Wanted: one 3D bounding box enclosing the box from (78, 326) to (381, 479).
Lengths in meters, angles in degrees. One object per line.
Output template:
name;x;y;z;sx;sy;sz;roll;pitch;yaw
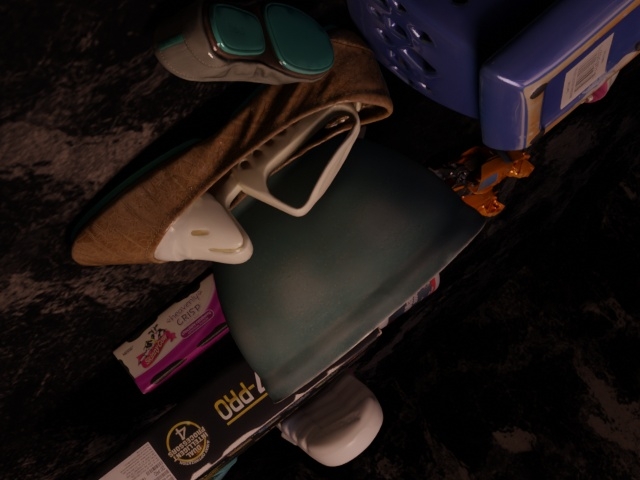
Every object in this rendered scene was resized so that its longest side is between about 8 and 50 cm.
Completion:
box;-0.103;0.215;1.555;0.395;0.097;0.318;-38;175;-5

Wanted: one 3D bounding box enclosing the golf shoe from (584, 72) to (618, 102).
golf shoe;0.385;-0.287;1.604;0.140;0.115;0.306;-41;166;-11

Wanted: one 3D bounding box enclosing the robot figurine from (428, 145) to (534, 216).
robot figurine;0.191;-0.055;1.827;0.291;0.085;0.211;-29;160;-38

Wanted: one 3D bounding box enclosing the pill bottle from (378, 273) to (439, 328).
pill bottle;0.093;0.081;1.933;0.180;0.108;0.108;-34;163;-23

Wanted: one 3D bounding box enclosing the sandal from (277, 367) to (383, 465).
sandal;-0.003;0.243;1.796;0.169;0.102;0.416;-36;-160;1

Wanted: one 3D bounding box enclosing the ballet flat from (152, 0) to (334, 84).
ballet flat;-0.064;-0.161;0.989;0.068;0.072;0.213;-17;175;27

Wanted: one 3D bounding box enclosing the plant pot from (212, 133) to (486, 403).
plant pot;0.000;0.000;1.257;0.293;0.196;0.293;-40;180;0

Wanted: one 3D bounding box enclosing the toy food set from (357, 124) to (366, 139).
toy food set;-0.011;-0.054;1.431;0.192;0.038;0.132;-36;164;-16

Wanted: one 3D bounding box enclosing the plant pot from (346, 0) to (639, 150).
plant pot;0.173;-0.226;1.070;0.236;0.212;0.236;-41;165;-3

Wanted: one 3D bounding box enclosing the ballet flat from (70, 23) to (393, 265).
ballet flat;-0.070;-0.058;1.119;0.342;0.124;0.116;-38;166;-8

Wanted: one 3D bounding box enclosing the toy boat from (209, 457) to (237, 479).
toy boat;-0.258;0.410;1.929;0.318;0.148;0.267;-26;159;-44

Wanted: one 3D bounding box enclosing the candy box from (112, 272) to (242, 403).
candy box;-0.155;0.133;1.548;0.159;0.071;0.233;-39;165;-1
